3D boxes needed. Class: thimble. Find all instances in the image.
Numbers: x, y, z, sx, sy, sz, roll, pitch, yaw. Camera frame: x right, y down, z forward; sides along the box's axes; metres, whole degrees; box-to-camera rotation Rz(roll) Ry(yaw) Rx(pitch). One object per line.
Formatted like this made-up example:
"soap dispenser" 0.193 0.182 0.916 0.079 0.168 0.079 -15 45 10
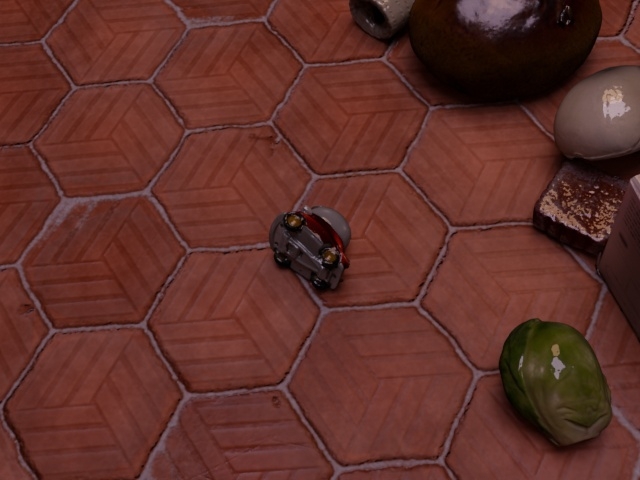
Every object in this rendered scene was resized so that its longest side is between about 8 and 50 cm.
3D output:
"thimble" 0.120 -0.437 1.733 0.090 0.102 0.115 -41 71 -19

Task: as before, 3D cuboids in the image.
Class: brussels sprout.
"brussels sprout" 0.326 0.193 1.312 0.131 0.145 0.183 -26 50 21

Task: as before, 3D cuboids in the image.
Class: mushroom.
"mushroom" 0.329 -0.409 1.659 0.345 0.259 0.345 0 86 6

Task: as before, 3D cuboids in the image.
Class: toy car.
"toy car" 0.000 0.000 1.487 0.139 0.112 0.112 39 53 14

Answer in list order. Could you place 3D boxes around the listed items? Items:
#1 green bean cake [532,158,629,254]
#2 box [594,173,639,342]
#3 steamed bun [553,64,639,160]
"green bean cake" 0.421 -0.053 1.495 0.136 0.056 0.135 29 67 22
"box" 0.495 0.045 1.313 0.106 0.251 0.203 -17 58 -5
"steamed bun" 0.481 -0.215 1.510 0.228 0.130 0.177 -22 18 -25
